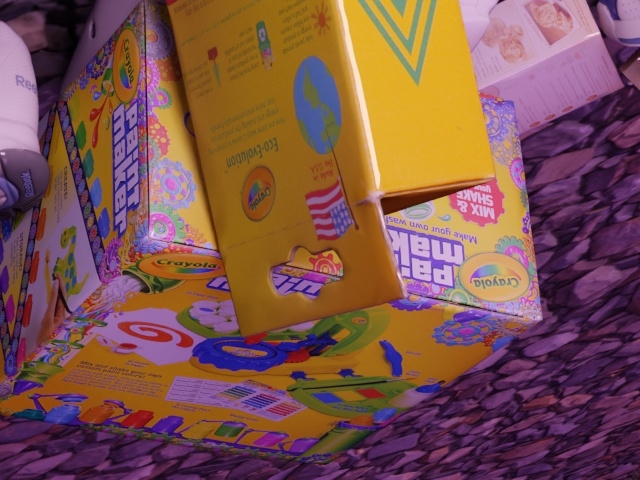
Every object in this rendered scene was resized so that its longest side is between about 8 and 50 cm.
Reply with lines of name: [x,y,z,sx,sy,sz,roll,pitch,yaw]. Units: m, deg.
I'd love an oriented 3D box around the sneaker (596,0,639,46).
sneaker: [0.309,-0.250,1.437,0.127,0.182,0.315,-13,-177,-15]

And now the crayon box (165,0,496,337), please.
crayon box: [-0.007,-0.116,1.070,0.081,0.318,0.202,-10,177,-28]

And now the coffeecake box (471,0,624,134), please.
coffeecake box: [0.154,-0.141,1.649,0.185,0.068,0.142,-25,160,10]

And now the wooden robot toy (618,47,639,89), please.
wooden robot toy: [0.316,-0.204,1.636,0.173,0.076,0.079,-62,-173,12]

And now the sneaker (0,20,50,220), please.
sneaker: [-0.319,-0.073,1.297,0.297,0.129,0.111,-4,156,11]

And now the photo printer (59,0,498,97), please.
photo printer: [-0.044,-0.127,1.368,0.256,0.107,0.307,5,151,-18]

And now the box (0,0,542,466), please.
box: [-0.051,0.011,1.320,0.290,0.177,0.279,13,148,-29]
